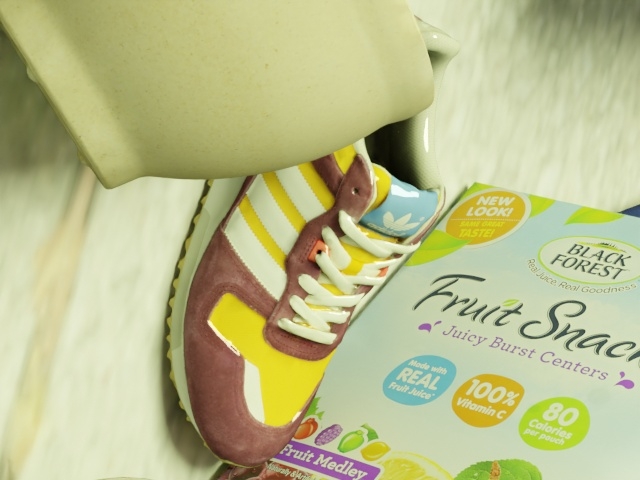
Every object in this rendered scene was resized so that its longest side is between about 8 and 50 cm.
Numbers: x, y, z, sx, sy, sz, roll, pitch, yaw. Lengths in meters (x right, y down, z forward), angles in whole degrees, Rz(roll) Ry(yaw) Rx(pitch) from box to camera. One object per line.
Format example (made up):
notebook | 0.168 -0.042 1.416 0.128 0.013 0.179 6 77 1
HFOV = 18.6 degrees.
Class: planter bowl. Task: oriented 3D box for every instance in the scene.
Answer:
planter bowl | -0.052 -0.084 0.640 0.109 0.162 0.162 -32 124 -5

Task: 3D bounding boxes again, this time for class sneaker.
sneaker | 0.000 0.000 0.744 0.069 0.084 0.185 11 90 -46

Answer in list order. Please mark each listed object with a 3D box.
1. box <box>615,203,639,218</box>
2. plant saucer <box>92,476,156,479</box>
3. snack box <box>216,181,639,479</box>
box | 0.205 0.033 0.987 0.225 0.036 0.136 -20 119 -43
plant saucer | -0.112 0.229 0.664 0.310 0.050 0.310 -25 119 -57
snack box | 0.080 0.078 0.777 0.207 0.174 0.070 -47 131 -29
